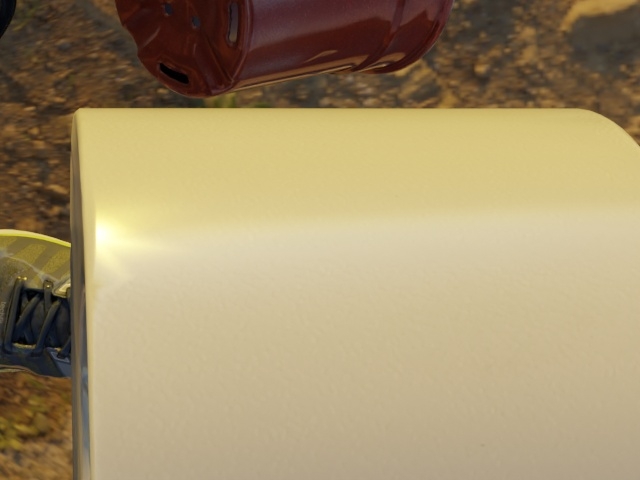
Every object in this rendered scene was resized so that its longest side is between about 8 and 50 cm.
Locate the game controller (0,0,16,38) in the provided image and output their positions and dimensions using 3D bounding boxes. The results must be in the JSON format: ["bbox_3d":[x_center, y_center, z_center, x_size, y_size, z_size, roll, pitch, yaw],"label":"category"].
[{"bbox_3d":[-0.374,-0.227,1.039,0.319,0.067,0.166,43,61,-30],"label":"game controller"}]

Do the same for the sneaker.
[{"bbox_3d":[-0.157,0.056,1.029,0.300,0.121,0.111,6,91,-21],"label":"sneaker"}]

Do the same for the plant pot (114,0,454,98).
[{"bbox_3d":[-0.049,-0.272,1.437,0.265,0.272,0.272,-24,103,-41],"label":"plant pot"}]

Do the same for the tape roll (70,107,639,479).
[{"bbox_3d":[0.006,0.078,0.463,0.169,0.246,0.246,-2,93,-11],"label":"tape roll"}]
